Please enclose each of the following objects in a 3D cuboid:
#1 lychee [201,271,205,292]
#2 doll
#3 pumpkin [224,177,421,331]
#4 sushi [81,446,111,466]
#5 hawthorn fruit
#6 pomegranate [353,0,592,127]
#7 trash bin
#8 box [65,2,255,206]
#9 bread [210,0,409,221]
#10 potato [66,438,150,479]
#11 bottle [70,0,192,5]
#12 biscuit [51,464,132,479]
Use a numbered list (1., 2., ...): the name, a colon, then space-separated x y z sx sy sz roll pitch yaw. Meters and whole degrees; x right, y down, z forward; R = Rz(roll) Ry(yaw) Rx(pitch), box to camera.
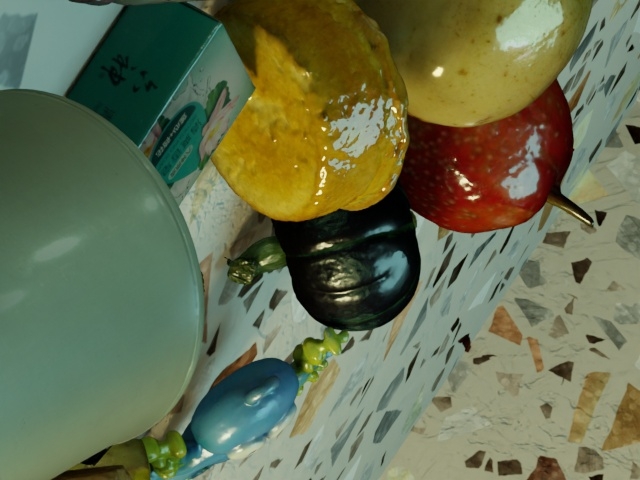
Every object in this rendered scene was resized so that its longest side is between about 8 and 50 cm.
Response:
1. lychee: -0.178 0.052 1.559 0.114 0.114 0.146 -50 180 -32
2. doll: -0.120 0.245 1.891 0.346 0.099 0.341 -28 164 -28
3. pumpkin: 0.000 0.000 1.869 0.248 0.248 0.248 -53 162 -26
4. sushi: -0.262 0.107 1.318 0.153 0.150 0.172 -49 -149 14
5. hawthorn fruit: 0.221 -0.138 1.986 0.285 0.369 0.285 -47 175 -5
6. pomegranate: 0.158 -0.291 1.699 0.319 0.319 0.319 -53 162 -26
7. trash bin: -0.278 0.067 1.003 0.432 0.280 0.280 -30 146 -55
8. box: -0.171 -0.090 1.371 0.245 0.092 0.153 -59 164 -9
9. bread: -0.018 -0.138 1.515 0.145 0.268 0.268 -28 147 -34
10. potato: -0.259 0.351 1.703 0.176 0.141 0.298 11 124 -29
11. bottle: -0.138 -0.240 1.188 0.233 0.110 0.110 -26 142 -64
12. biscuit: -0.289 0.227 1.250 0.376 0.269 0.051 148 -66 -76
